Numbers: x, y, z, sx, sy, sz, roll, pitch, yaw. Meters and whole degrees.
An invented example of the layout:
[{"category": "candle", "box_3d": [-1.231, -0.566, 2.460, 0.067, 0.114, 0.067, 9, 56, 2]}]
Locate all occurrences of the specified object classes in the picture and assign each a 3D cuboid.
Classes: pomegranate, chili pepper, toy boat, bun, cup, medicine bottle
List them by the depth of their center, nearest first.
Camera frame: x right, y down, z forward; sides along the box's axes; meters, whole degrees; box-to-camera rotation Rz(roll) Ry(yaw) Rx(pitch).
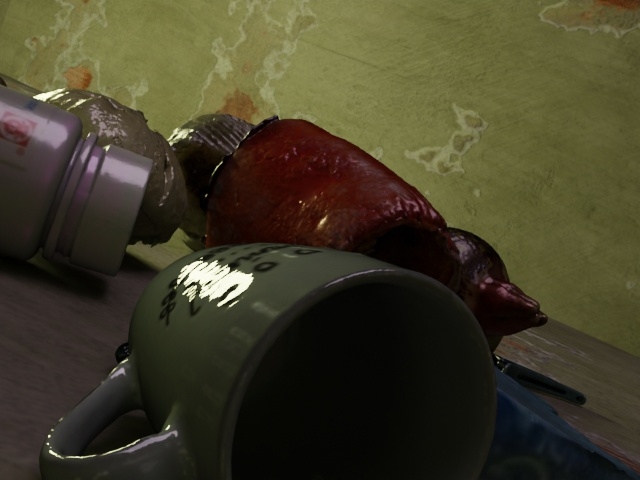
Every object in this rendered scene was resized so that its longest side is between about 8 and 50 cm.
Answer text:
[{"category": "cup", "box_3d": [-0.061, 0.097, 0.593, 0.258, 0.186, 0.234, -14, 16, -30]}, {"category": "toy boat", "box_3d": [0.157, 0.190, 0.861, 0.330, 0.123, 0.215, 32, 6, -42]}, {"category": "medicine bottle", "box_3d": [-0.332, -0.073, 0.967, 0.292, 0.170, 0.170, 20, 6, -12]}, {"category": "bun", "box_3d": [-0.285, -0.102, 1.193, 0.259, 0.152, 0.259, 17, -17, 5]}, {"category": "chili pepper", "box_3d": [0.000, 0.000, 1.194, 0.305, 0.251, 0.229, 36, -20, 48]}, {"category": "pomegranate", "box_3d": [0.198, 0.089, 1.276, 0.247, 0.214, 0.214, 10, -4, 45]}, {"category": "bun", "box_3d": [-0.133, -0.068, 1.470, 0.281, 0.205, 0.282, 17, 36, -13]}]

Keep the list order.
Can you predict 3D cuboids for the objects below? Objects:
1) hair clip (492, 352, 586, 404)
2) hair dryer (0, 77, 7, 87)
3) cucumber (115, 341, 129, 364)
[{"category": "hair clip", "box_3d": [0.339, 0.221, 1.457, 0.229, 0.039, 0.070, 20, 5, -35]}, {"category": "hair dryer", "box_3d": [-0.596, -0.215, 1.347, 0.340, 0.123, 0.312, 19, 19, -32]}, {"category": "cucumber", "box_3d": [-0.140, 0.100, 0.808, 0.032, 0.032, 0.133, 25, 7, 21]}]
